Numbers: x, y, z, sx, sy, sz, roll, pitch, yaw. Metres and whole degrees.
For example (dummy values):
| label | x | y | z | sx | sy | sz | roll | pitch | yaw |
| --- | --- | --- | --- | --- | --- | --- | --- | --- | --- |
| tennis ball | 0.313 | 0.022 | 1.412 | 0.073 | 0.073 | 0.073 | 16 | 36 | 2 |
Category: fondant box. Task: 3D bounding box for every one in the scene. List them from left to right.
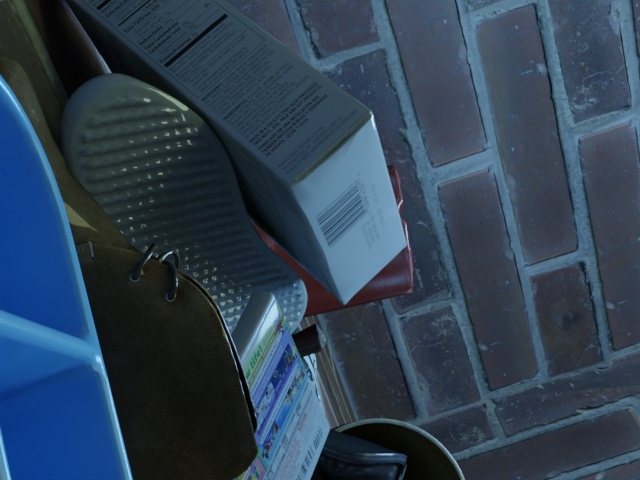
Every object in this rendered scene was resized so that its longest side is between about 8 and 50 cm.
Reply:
| label | x | y | z | sx | sy | sz | roll | pitch | yaw |
| --- | --- | --- | --- | --- | --- | --- | --- | --- | --- |
| fondant box | -0.077 | -0.113 | 0.882 | 0.330 | 0.096 | 0.238 | 42 | -11 | 27 |

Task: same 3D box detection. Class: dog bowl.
| label | x | y | z | sx | sy | sz | roll | pitch | yaw |
| --- | --- | --- | --- | --- | --- | --- | --- | --- | --- |
| dog bowl | -0.144 | 0.048 | 0.377 | 0.166 | 0.074 | 0.297 | 64 | 7 | -75 |

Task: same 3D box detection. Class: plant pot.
| label | x | y | z | sx | sy | sz | roll | pitch | yaw |
| --- | --- | --- | --- | --- | --- | --- | --- | --- | --- |
| plant pot | 0.000 | 0.000 | 1.444 | 0.272 | 0.265 | 0.272 | -8 | 90 | -88 |
| plant pot | 0.047 | 0.349 | 1.247 | 0.254 | 0.237 | 0.237 | 146 | -74 | -78 |

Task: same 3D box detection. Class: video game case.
| label | x | y | z | sx | sy | sz | roll | pitch | yaw |
| --- | --- | --- | --- | --- | --- | --- | --- | --- | --- |
| video game case | -0.059 | 0.183 | 0.768 | 0.193 | 0.023 | 0.212 | 70 | 34 | -41 |

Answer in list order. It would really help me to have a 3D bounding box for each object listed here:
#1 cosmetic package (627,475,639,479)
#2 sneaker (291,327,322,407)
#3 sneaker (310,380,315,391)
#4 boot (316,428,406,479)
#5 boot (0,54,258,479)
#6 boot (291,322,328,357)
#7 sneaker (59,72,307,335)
| label | x | y | z | sx | sy | sz | roll | pitch | yaw |
| --- | --- | --- | --- | --- | --- | --- | --- | --- | --- |
| cosmetic package | 0.182 | 0.479 | 0.834 | 0.327 | 0.393 | 0.329 | -106 | 178 | -47 |
| sneaker | -0.047 | 0.213 | 1.564 | 0.106 | 0.078 | 0.234 | 73 | 2 | -50 |
| sneaker | -0.086 | 0.174 | 0.848 | 0.235 | 0.095 | 0.090 | 6 | 90 | -68 |
| boot | 0.020 | 0.331 | 0.998 | 0.263 | 0.091 | 0.229 | 55 | 54 | -64 |
| boot | -0.126 | 0.021 | 0.566 | 0.112 | 0.115 | 0.305 | -94 | 165 | -76 |
| boot | -0.039 | 0.187 | 1.472 | 0.037 | 0.114 | 0.106 | 69 | 3 | -49 |
| sneaker | -0.144 | -0.023 | 0.852 | 0.150 | 0.135 | 0.366 | 35 | -17 | 37 |
